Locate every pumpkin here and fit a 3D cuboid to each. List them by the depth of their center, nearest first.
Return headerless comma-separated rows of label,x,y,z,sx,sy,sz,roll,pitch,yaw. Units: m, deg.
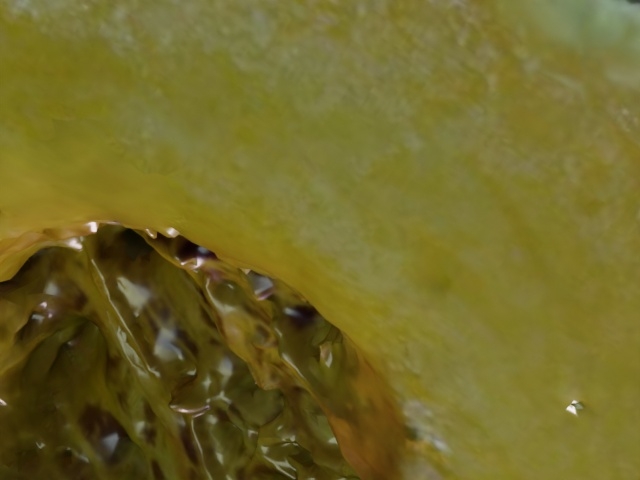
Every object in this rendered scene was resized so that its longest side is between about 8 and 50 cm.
pumpkin,0.000,0.000,0.512,0.332,0.199,0.332,15,129,19
